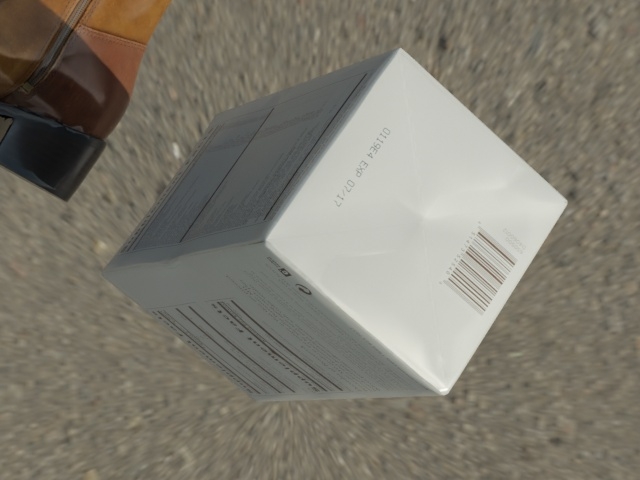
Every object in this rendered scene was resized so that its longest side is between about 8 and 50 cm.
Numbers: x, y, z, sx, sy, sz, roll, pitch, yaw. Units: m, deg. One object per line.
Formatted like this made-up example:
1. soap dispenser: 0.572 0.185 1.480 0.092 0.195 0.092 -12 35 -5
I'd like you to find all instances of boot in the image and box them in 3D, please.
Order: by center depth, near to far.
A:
1. boot: -0.191 -0.201 1.243 0.264 0.096 0.280 30 86 -26

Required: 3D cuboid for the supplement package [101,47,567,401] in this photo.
1. supplement package: 0.000 0.000 1.122 0.134 0.244 0.139 41 70 -17
